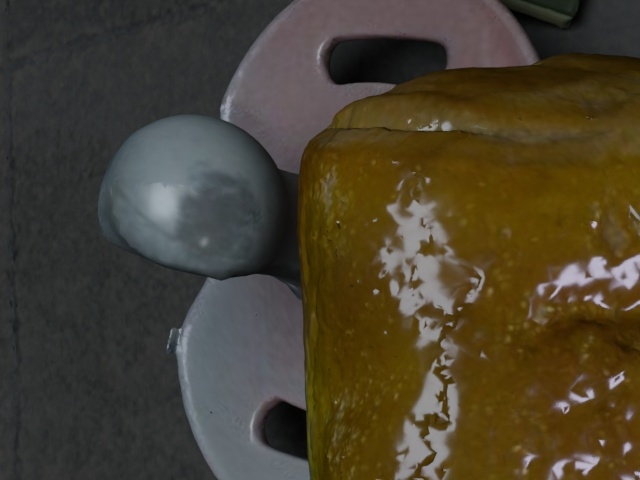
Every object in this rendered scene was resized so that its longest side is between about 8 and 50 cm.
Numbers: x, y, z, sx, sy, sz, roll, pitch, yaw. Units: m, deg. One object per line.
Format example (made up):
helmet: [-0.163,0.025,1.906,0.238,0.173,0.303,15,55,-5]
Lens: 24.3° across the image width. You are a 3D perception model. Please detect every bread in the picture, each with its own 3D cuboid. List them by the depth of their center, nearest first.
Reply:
bread: [0.158,0.080,0.649,0.328,0.148,0.337,0,84,-10]

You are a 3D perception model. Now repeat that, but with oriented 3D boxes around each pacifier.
pacifier: [0.005,0.002,0.821,0.220,0.273,0.332,-176,96,-75]

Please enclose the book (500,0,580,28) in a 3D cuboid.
book: [0.100,-0.288,0.846,0.201,0.026,0.289,18,97,2]
